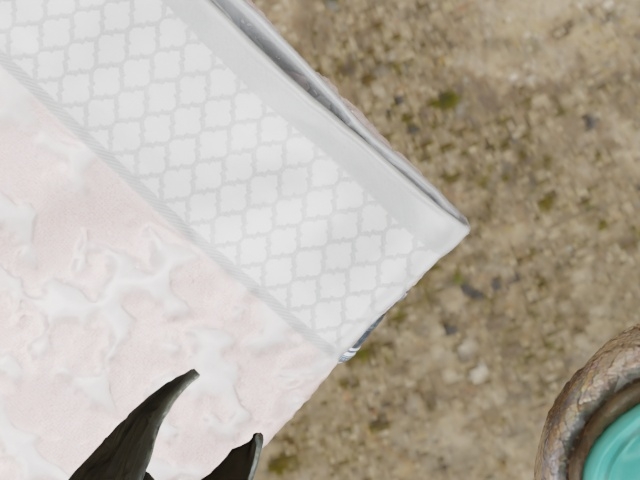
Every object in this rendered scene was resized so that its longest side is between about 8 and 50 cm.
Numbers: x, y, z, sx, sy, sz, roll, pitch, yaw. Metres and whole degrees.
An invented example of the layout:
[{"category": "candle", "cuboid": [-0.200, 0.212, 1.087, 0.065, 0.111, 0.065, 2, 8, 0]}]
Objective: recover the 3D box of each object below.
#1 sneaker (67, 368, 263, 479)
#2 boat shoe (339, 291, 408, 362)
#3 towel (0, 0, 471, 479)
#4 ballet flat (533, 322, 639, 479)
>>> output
[{"category": "sneaker", "cuboid": [-0.065, 0.108, 0.287, 0.089, 0.170, 0.051, -33, 114, 34]}, {"category": "boat shoe", "cuboid": [0.000, 0.000, 1.095, 0.083, 0.183, 0.065, -45, 147, 20]}, {"category": "towel", "cuboid": [-0.144, -0.007, 0.702, 0.332, 0.053, 0.317, 43, 100, -9]}, {"category": "ballet flat", "cuboid": [0.207, 0.022, 0.363, 0.316, 0.106, 0.107, -11, 91, 6]}]
